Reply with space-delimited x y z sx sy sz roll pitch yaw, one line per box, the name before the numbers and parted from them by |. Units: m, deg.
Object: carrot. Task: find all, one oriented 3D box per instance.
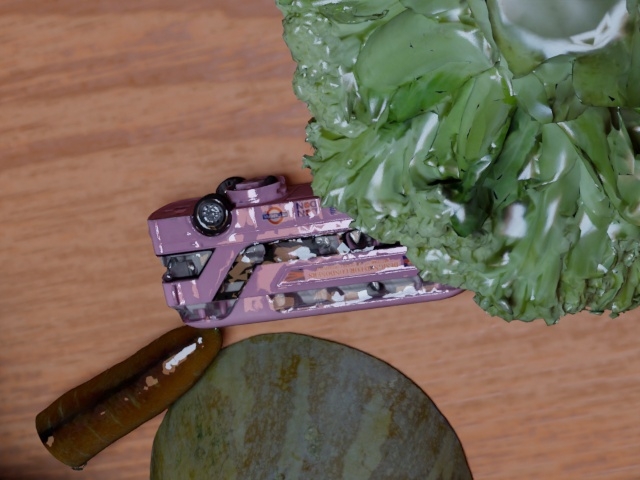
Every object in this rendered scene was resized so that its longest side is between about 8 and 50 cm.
carrot | -0.115 0.095 1.252 0.139 0.048 0.048 -33 94 20

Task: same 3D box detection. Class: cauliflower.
cauliflower | 0.112 -0.094 1.024 0.275 0.250 0.272 2 83 -6

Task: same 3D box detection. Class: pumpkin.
pumpkin | -0.018 0.179 1.222 0.217 0.110 0.217 4 108 11

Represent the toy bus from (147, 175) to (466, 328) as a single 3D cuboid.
toy bus | 0.000 0.000 1.190 0.203 0.063 0.090 -7 102 16
